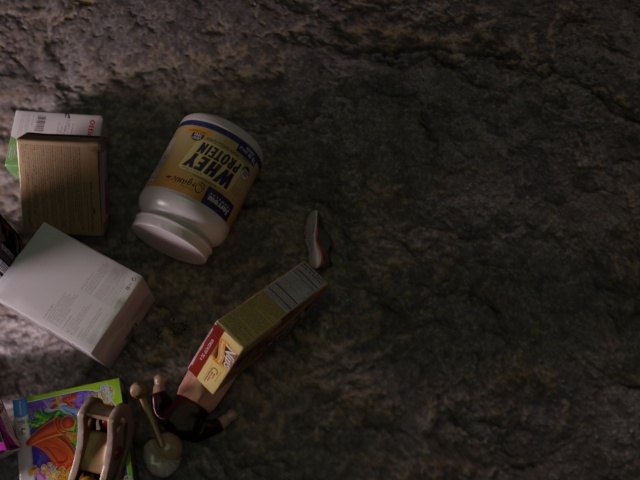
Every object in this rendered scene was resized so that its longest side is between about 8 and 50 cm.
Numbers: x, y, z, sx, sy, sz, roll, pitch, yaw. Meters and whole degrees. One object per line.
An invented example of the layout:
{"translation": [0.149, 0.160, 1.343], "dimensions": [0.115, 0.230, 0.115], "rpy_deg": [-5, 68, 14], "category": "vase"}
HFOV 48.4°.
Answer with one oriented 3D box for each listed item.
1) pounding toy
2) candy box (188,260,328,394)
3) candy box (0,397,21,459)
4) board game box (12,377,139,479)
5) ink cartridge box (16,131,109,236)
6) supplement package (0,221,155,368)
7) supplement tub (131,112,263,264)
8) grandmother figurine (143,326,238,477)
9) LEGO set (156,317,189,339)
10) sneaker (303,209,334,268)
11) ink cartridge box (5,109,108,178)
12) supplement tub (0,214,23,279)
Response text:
{"translation": [-0.413, 0.414, 1.460], "dimensions": [0.155, 0.154, 0.269], "rpy_deg": [10, 69, 6], "category": "pounding toy"}
{"translation": [-0.132, 0.186, 1.572], "dimensions": [0.087, 0.183, 0.316], "rpy_deg": [43, 40, 10], "category": "candy box"}
{"translation": [-0.776, 0.426, 1.501], "dimensions": [0.234, 0.071, 0.159], "rpy_deg": [-28, 75, -3], "category": "candy box"}
{"translation": [-0.524, 0.497, 1.552], "dimensions": [0.234, 0.078, 0.346], "rpy_deg": [-12, 71, -9], "category": "board game box"}
{"translation": [-0.614, -0.135, 1.714], "dimensions": [0.194, 0.088, 0.234], "rpy_deg": [3, 110, -4], "category": "ink cartridge box"}
{"translation": [-0.553, 0.129, 1.624], "dimensions": [0.263, 0.198, 0.199], "rpy_deg": [28, 71, 6], "category": "supplement package"}
{"translation": [-0.297, -0.123, 1.724], "dimensions": [0.229, 0.228, 0.316], "rpy_deg": [22, 69, 4], "category": "supplement tub"}
{"translation": [-0.292, 0.368, 1.610], "dimensions": [0.208, 0.104, 0.342], "rpy_deg": [22, 66, 13], "category": "grandmother figurine"}
{"translation": [-0.352, 0.214, 1.706], "dimensions": [0.083, 0.023, 0.054], "rpy_deg": [-2, 67, 9], "category": "LEGO set"}
{"translation": [0.000, 0.000, 1.802], "dimensions": [0.065, 0.061, 0.157], "rpy_deg": [7, 67, -31], "category": "sneaker"}
{"translation": [-0.663, -0.236, 1.810], "dimensions": [0.220, 0.092, 0.160], "rpy_deg": [4, 70, -3], "category": "ink cartridge box"}
{"translation": [-0.790, 0.010, 1.576], "dimensions": [0.207, 0.338, 0.207], "rpy_deg": [2, 69, -4], "category": "supplement tub"}
